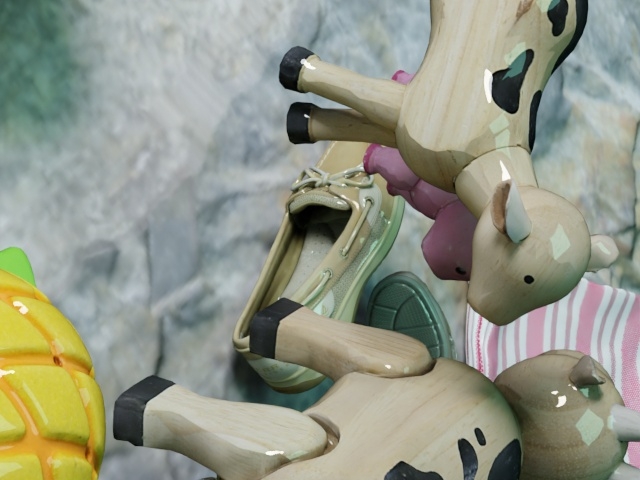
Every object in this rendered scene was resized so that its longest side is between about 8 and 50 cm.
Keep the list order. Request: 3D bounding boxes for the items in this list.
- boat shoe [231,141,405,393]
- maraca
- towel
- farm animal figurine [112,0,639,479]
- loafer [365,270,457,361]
[{"bbox_3d":[-0.002,0.001,0.907,0.048,0.056,0.153,46,56,-40],"label":"boat shoe"},{"bbox_3d":[-0.136,0.053,0.704,0.127,0.099,0.185,50,21,-36],"label":"maraca"},{"bbox_3d":[0.150,0.089,1.088,0.197,0.029,0.144,16,70,-48],"label":"towel"},{"bbox_3d":[0.051,0.060,0.774,0.327,0.172,0.330,-48,142,-41],"label":"farm animal figurine"},{"bbox_3d":[0.055,0.072,0.973,0.039,0.045,0.125,-50,128,-63],"label":"loafer"}]
